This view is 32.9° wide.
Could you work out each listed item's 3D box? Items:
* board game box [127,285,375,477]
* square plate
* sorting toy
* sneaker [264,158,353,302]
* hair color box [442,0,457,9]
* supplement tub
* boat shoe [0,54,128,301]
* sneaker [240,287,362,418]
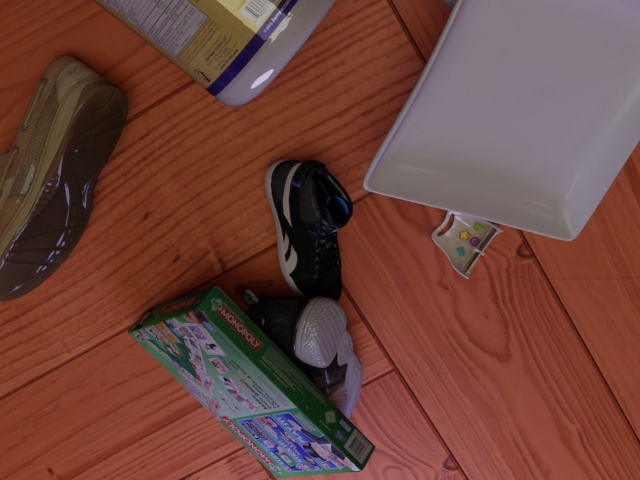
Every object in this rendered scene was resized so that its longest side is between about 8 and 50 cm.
[{"bbox_3d":[-0.098,0.203,1.483,0.317,0.046,0.213,47,147,-16],"label":"board game box"},{"bbox_3d":[0.261,-0.177,1.338,0.344,0.049,0.347,13,120,-27],"label":"square plate"},{"bbox_3d":[0.193,-0.006,1.470,0.075,0.045,0.083,33,109,-4],"label":"sorting toy"},{"bbox_3d":[0.000,0.000,1.421,0.079,0.121,0.217,-30,112,-29],"label":"sneaker"},{"bbox_3d":[0.084,-0.456,1.255,0.374,0.114,0.185,38,107,-14],"label":"hair color box"},{"bbox_3d":[-0.152,-0.338,1.235,0.331,0.241,0.241,38,107,-13],"label":"supplement tub"},{"bbox_3d":[-0.366,-0.076,1.420,0.110,0.121,0.341,39,108,26],"label":"boat shoe"},{"bbox_3d":[-0.034,0.162,1.509,0.153,0.101,0.269,16,141,26],"label":"sneaker"}]
